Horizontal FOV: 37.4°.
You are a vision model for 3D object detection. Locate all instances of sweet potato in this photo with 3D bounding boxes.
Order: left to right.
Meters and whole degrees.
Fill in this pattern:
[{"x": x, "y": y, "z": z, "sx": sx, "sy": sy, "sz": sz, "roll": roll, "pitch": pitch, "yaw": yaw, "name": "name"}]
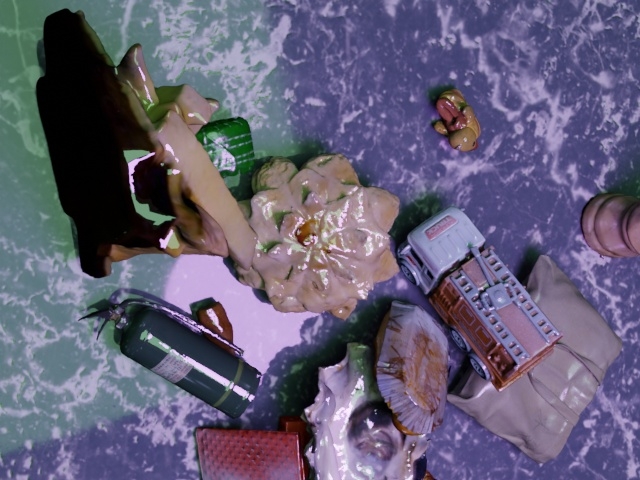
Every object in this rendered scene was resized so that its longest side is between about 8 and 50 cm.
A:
[{"x": -0.164, "y": 0.151, "z": 1.552, "sx": 0.049, "sy": 0.049, "sz": 0.117, "roll": -31, "pitch": 115, "yaw": -14, "name": "sweet potato"}]

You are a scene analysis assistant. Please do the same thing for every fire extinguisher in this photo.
[{"x": -0.236, "y": 0.172, "z": 1.501, "sx": 0.294, "sy": 0.093, "sz": 0.118, "roll": 34, "pitch": 110, "yaw": -17, "name": "fire extinguisher"}]

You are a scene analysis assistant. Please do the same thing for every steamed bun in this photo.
[{"x": 0.000, "y": 0.000, "z": 1.521, "sx": 0.292, "sy": 0.137, "sz": 0.295, "roll": -17, "pitch": 99, "yaw": -5, "name": "steamed bun"}]

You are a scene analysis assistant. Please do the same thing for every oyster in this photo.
[{"x": 0.065, "y": 0.342, "z": 1.562, "sx": 0.238, "sy": 0.115, "sz": 0.351, "roll": 1, "pitch": 87, "yaw": -28, "name": "oyster"}]

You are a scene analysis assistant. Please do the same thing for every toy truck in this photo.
[{"x": 0.261, "y": 0.086, "z": 1.577, "sx": 0.136, "sy": 0.162, "sz": 0.305, "roll": -34, "pitch": 75, "yaw": -12, "name": "toy truck"}]

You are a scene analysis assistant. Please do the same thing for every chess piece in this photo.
[{"x": 0.602, "y": -0.021, "z": 1.660, "sx": 0.137, "sy": 0.301, "sz": 0.137, "roll": -1, "pitch": 93, "yaw": -21, "name": "chess piece"}]

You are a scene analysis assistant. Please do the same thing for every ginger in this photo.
[{"x": -0.250, "y": -0.120, "z": 1.370, "sx": 0.211, "sy": 0.358, "sz": 0.413, "roll": -16, "pitch": 73, "yaw": -31, "name": "ginger"}]

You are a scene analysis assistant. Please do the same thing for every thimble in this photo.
[{"x": -0.171, "y": -0.142, "z": 1.482, "sx": 0.130, "sy": 0.118, "sz": 0.090, "roll": -9, "pitch": 103, "yaw": 7, "name": "thimble"}]

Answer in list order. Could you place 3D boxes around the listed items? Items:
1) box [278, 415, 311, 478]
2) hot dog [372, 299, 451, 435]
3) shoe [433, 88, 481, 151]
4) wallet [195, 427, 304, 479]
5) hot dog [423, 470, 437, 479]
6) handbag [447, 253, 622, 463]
[{"x": 0.003, "y": 0.355, "z": 1.626, "sx": 0.152, "sy": 0.048, "sz": 0.100, "roll": 4, "pitch": 92, "yaw": -17, "name": "box"}, {"x": 0.148, "y": 0.205, "z": 1.560, "sx": 0.082, "sy": 0.270, "sz": 0.162, "roll": -32, "pitch": 107, "yaw": 27, "name": "hot dog"}, {"x": 0.233, "y": -0.206, "z": 1.639, "sx": 0.069, "sy": 0.072, "sz": 0.109, "roll": -29, "pitch": 113, "yaw": -54, "name": "shoe"}, {"x": -0.114, "y": 0.355, "z": 1.527, "sx": 0.020, "sy": 0.196, "sz": 0.103, "roll": -18, "pitch": 102, "yaw": -60, "name": "wallet"}, {"x": 0.145, "y": 0.458, "z": 1.666, "sx": 0.147, "sy": 0.065, "sz": 0.099, "roll": -28, "pitch": 60, "yaw": -12, "name": "hot dog"}, {"x": 0.396, "y": 0.220, "z": 1.714, "sx": 0.253, "sy": 0.109, "sz": 0.316, "roll": 38, "pitch": 80, "yaw": -19, "name": "handbag"}]
